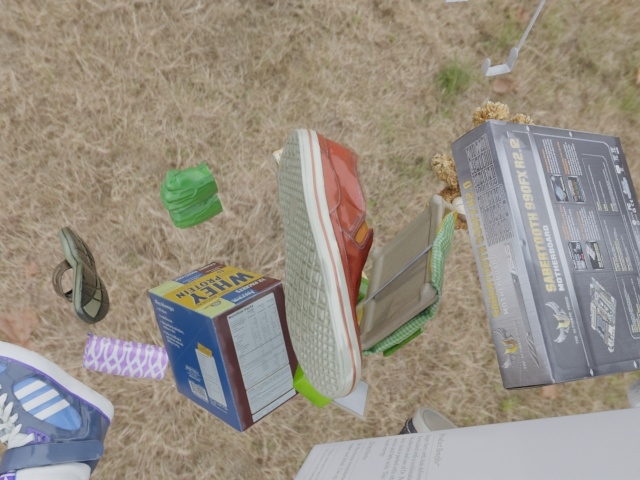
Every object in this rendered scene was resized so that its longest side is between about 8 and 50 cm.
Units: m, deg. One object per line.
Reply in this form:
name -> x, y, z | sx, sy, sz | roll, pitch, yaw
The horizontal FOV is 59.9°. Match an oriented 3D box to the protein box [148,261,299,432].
protein box -> -0.156, 0.165, 0.919 | 0.136, 0.200, 0.201 | -25, 114, -38

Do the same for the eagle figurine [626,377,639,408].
eagle figurine -> 0.669, 0.183, 0.936 | 0.298, 0.225, 0.226 | 13, 55, -16

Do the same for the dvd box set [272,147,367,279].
dvd box set -> 0.000, 0.000, 1.440 | 0.062, 0.307, 0.420 | -25, 68, -9

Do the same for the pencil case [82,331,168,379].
pencil case -> -0.472, 0.285, 1.350 | 0.206, 0.088, 0.086 | 17, 83, -19

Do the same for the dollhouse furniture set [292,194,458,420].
dollhouse furniture set -> 0.117, 0.109, 0.770 | 0.151, 0.301, 0.197 | 33, 40, -13

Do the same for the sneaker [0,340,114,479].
sneaker -> -0.549, 0.346, 1.001 | 0.323, 0.130, 0.236 | 39, 38, -24

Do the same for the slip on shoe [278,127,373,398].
slip on shoe -> 0.016, 0.012, 0.635 | 0.101, 0.123, 0.331 | 8, 55, -22

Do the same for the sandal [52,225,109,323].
sandal -> -0.553, 0.086, 1.252 | 0.086, 0.120, 0.303 | -31, 45, -10

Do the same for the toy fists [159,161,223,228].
toy fists -> -0.355, -0.116, 1.503 | 0.142, 0.279, 0.096 | -31, 78, -14

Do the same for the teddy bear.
teddy bear -> 0.397, -0.171, 1.370 | 0.245, 0.113, 0.338 | 33, 103, -34

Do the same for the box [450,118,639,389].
box -> 0.228, 0.010, 0.515 | 0.183, 0.056, 0.231 | -1, 73, -28

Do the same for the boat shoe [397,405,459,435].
boat shoe -> 0.157, 0.257, 0.548 | 0.206, 0.075, 0.065 | 43, 108, 9

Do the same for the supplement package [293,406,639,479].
supplement package -> 0.127, 0.222, 0.318 | 0.293, 0.177, 0.175 | -13, 94, 18

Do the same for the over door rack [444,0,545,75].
over door rack -> 0.364, -0.490, 0.968 | 0.108, 0.324, 0.239 | -1, 57, -24
